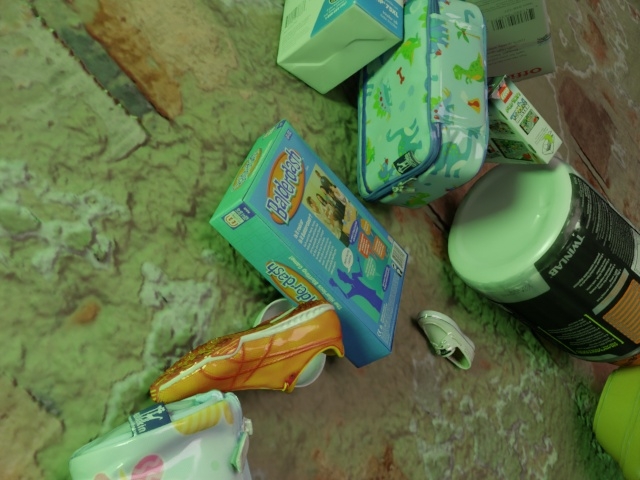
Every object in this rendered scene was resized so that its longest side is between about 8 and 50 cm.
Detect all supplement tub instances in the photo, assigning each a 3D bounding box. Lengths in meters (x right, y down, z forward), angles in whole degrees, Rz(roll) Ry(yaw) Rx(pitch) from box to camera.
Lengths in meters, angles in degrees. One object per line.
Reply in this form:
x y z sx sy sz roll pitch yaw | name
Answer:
0.335 0.040 0.928 0.316 0.193 0.194 33 51 -31 | supplement tub

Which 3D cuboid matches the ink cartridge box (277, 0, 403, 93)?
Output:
0.027 -0.308 0.826 0.078 0.134 0.231 26 55 -34 | ink cartridge box

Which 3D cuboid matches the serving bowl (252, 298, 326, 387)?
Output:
-0.034 0.098 0.655 0.083 0.027 0.083 20 59 -38 | serving bowl

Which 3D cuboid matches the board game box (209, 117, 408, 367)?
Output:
0.000 0.000 0.699 0.210 0.047 0.160 47 33 -19 | board game box

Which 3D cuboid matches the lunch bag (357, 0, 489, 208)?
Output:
0.107 -0.152 0.797 0.090 0.176 0.219 9 74 -23 | lunch bag

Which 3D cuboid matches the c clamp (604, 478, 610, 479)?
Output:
0.341 0.384 0.903 0.160 0.022 0.137 14 67 -42 | c clamp

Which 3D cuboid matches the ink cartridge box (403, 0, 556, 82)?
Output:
0.203 -0.324 0.925 0.232 0.171 0.168 38 44 -63 | ink cartridge box

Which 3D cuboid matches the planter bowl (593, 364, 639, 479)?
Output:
0.447 0.244 0.992 0.217 0.090 0.217 -33 131 -47 | planter bowl

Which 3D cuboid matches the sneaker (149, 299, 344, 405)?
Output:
-0.054 0.104 0.579 0.175 0.064 0.067 -18 92 -23 | sneaker

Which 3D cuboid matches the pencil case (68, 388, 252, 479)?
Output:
-0.076 0.243 0.480 0.124 0.113 0.273 -17 84 -25 | pencil case

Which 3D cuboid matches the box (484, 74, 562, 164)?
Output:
0.186 -0.144 0.864 0.114 0.207 0.036 42 79 -24 | box

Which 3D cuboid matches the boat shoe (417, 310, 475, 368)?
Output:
0.148 0.120 0.823 0.100 0.035 0.035 43 43 -31 | boat shoe
